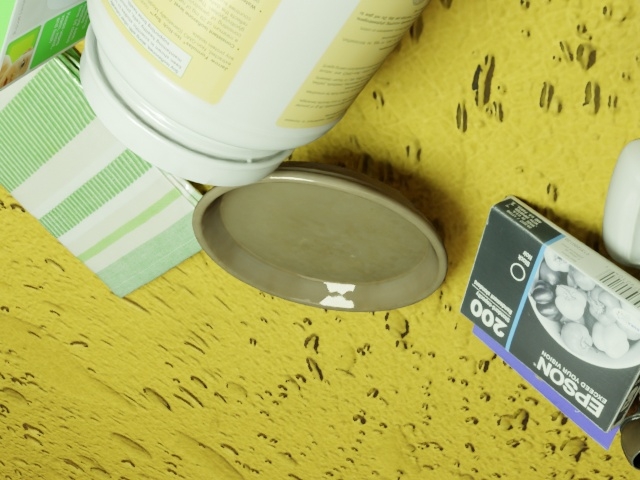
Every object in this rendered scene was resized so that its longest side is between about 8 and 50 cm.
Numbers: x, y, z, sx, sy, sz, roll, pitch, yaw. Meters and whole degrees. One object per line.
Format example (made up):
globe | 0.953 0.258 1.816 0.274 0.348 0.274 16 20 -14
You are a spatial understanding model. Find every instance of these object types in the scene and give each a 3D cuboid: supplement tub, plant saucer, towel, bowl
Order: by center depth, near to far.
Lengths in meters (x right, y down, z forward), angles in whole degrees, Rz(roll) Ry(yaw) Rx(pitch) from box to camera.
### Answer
supplement tub | -0.036 -0.223 0.573 0.241 0.241 0.331 36 129 -7
bowl | 0.345 -0.021 0.698 0.142 0.053 0.142 8 129 16
plant saucer | 0.000 0.000 0.800 0.278 0.041 0.278 9 150 6
towel | -0.290 -0.085 0.909 0.248 0.038 0.325 -28 114 36

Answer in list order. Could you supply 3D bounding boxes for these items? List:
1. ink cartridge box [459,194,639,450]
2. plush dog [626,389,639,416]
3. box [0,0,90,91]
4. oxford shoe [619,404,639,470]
ink cartridge box | 0.236 0.092 0.760 0.206 0.045 0.208 42 142 37
plush dog | 0.393 0.127 0.730 0.225 0.210 0.262 33 142 20
box | -0.222 -0.287 0.603 0.127 0.231 0.262 37 129 -4
oxford shoe | 0.457 0.239 0.822 0.227 0.096 0.082 -6 121 23
